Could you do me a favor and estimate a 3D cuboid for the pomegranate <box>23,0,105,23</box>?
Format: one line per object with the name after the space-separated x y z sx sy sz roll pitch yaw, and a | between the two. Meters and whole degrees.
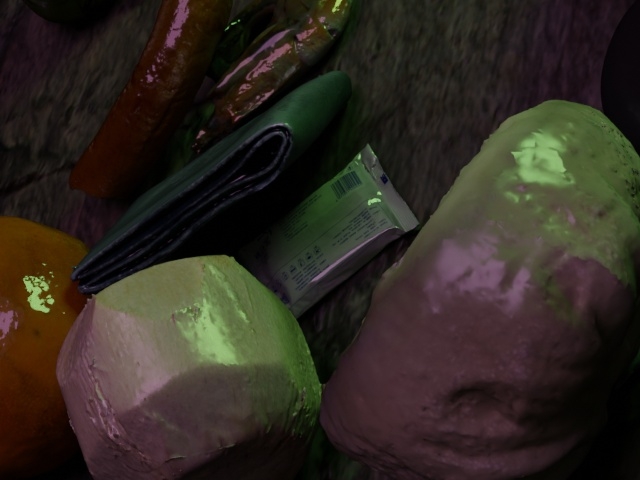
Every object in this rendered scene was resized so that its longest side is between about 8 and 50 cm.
-0.288 -0.340 1.994 0.191 0.152 0.131 3 60 13 | pomegranate

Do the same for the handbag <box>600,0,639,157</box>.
0.396 -0.160 1.462 0.308 0.093 0.254 -11 61 29 | handbag

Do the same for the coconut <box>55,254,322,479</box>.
-0.130 0.129 1.562 0.245 0.245 0.247 -36 59 13 | coconut

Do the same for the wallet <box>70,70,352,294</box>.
-0.107 -0.065 1.690 0.290 0.054 0.251 -33 9 23 | wallet

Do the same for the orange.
-0.337 0.111 1.726 0.283 0.226 0.284 -11 62 21 | orange

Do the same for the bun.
0.164 0.072 1.372 0.211 0.360 0.360 33 86 10 | bun

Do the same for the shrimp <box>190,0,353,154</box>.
-0.073 -0.214 1.829 0.254 0.059 0.145 -42 47 8 | shrimp

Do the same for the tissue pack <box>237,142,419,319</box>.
0.000 0.000 1.685 0.193 0.026 0.123 -39 51 11 | tissue pack

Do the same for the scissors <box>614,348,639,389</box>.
0.320 0.061 1.442 0.133 0.020 0.187 27 83 47 | scissors

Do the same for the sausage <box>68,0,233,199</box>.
-0.182 -0.168 1.816 0.302 0.076 0.103 -59 33 16 | sausage
